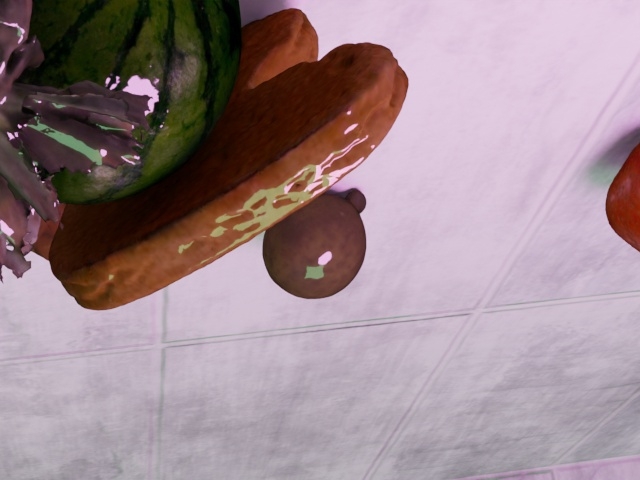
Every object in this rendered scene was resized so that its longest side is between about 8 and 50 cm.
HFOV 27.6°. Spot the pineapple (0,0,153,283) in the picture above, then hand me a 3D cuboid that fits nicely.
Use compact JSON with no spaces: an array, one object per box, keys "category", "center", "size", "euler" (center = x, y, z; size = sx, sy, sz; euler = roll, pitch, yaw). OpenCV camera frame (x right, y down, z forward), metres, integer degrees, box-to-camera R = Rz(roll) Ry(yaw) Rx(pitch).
[{"category":"pineapple","center":[-0.243,-0.123,0.592],"size":[0.175,0.175,0.361],"euler":[-24,124,31]}]

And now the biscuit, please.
[{"category":"biscuit","center":[-0.055,-0.070,0.853],"size":[0.262,0.277,0.052],"euler":[-30,116,18]}]

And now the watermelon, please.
[{"category":"watermelon","center":[-0.133,-0.122,0.751],"size":[0.188,0.188,0.215],"euler":[6,150,-33]}]

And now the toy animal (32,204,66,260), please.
[{"category":"toy animal","center":[-0.243,-0.015,1.123],"size":[0.230,0.066,0.224],"euler":[-15,158,25]}]

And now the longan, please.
[{"category":"longan","center":[0.000,0.000,1.230],"size":[0.119,0.106,0.106],"euler":[-48,167,-20]}]

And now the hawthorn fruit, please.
[{"category":"hawthorn fruit","center":[0.340,-0.044,1.215],"size":[0.133,0.132,0.138],"euler":[-10,152,1]}]
